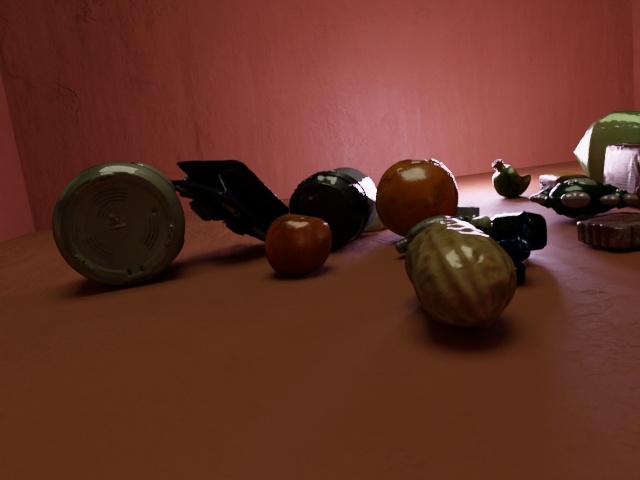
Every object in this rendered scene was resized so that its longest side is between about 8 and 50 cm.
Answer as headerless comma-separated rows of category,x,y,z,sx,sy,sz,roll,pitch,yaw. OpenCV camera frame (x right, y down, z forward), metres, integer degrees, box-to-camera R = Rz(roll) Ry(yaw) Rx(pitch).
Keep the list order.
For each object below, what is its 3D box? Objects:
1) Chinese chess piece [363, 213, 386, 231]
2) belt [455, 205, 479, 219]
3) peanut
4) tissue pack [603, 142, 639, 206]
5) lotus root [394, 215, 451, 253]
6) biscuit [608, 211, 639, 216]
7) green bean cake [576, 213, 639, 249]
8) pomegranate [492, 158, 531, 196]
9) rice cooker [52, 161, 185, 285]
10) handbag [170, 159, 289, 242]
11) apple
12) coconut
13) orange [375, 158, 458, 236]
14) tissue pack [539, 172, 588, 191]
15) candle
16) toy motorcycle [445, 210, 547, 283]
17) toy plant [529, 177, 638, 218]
Chinese chess piece,0.167,-0.068,1.740,0.144,0.058,0.144,-7,9,1
belt,0.417,-0.090,1.683,0.179,0.065,0.100,1,3,43
peanut,0.205,0.046,0.803,0.140,0.153,0.325,-41,-2,6
tissue pack,0.931,-0.197,1.557,0.092,0.183,0.226,-3,10,1
lotus root,0.256,-0.009,1.248,0.165,0.088,0.088,-19,8,8
biscuit,0.794,-0.061,1.354,0.083,0.018,0.081,-13,11,-34
green bean cake,0.635,-0.018,1.107,0.135,0.056,0.136,-8,10,-12
pomegranate,0.742,-0.236,2.089,0.169,0.122,0.143,31,-2,-11
rice cooker,-0.522,-0.054,1.411,0.336,0.334,0.325,-10,9,-16
handbag,-0.265,-0.108,1.559,0.330,0.121,0.303,11,-23,42
apple,-0.053,0.012,1.222,0.164,0.139,0.163,6,7,-1
coconut,1.070,-0.319,1.866,0.329,0.281,0.328,15,-7,2
orange,0.271,-0.120,1.483,0.240,0.239,0.240,-7,10,1
tissue pack,0.907,-0.210,1.963,0.120,0.082,0.169,-5,10,4
candle,0.055,-0.106,1.544,0.222,0.221,0.342,-4,12,19
toy motorcycle,0.355,-0.002,1.050,0.197,0.125,0.331,-5,6,18
toy plant,0.725,-0.116,1.455,0.244,0.112,0.232,-1,5,3
